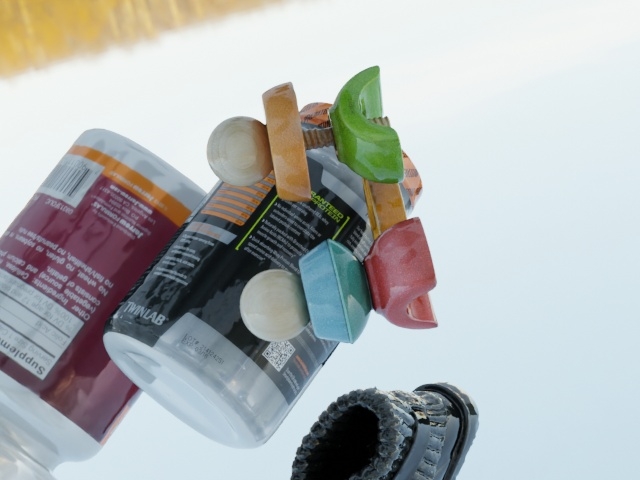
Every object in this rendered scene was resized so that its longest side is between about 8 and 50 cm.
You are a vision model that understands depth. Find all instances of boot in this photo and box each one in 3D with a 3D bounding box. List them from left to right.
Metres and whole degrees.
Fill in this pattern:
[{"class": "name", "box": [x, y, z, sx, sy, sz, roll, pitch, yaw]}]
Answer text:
[{"class": "boot", "box": [0.057, 0.331, 1.895, 0.131, 0.348, 0.260, 21, -169, 27]}]

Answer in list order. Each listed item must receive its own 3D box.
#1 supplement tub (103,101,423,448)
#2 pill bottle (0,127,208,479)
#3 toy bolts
[{"class": "supplement tub", "box": [-0.047, 0.029, 1.488, 0.316, 0.193, 0.194, -52, -150, -20]}, {"class": "pill bottle", "box": [-0.277, 0.095, 1.647, 0.392, 0.224, 0.224, -55, -152, -13]}, {"class": "toy bolts", "box": [0.000, 0.000, 1.301, 0.159, 0.218, 0.228, -12, -126, -2]}]
